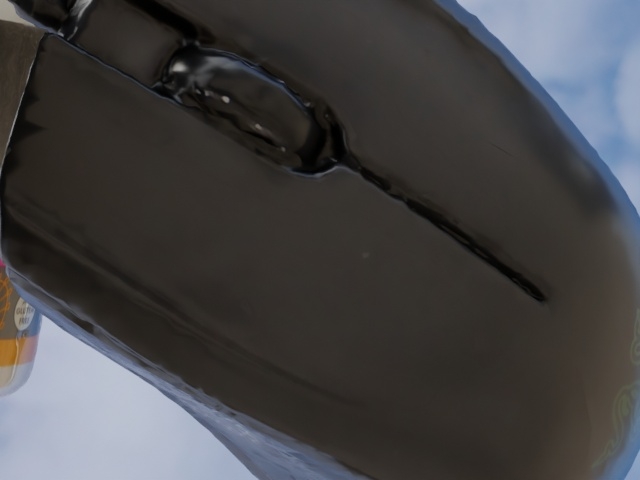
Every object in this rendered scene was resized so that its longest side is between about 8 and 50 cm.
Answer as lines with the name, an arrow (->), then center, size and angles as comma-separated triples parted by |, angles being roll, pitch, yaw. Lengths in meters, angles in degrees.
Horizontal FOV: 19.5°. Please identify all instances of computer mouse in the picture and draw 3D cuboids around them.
computer mouse -> 0.000, 0.000, 0.429 | 0.272, 0.072, 0.188 | 34, -112, -35

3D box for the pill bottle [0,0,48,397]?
pill bottle -> -0.207, -0.066, 0.960 | 0.162, 0.162, 0.278 | 5, -83, -43
